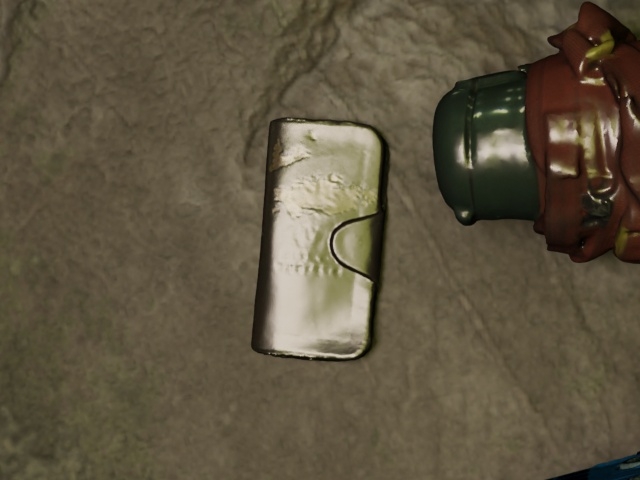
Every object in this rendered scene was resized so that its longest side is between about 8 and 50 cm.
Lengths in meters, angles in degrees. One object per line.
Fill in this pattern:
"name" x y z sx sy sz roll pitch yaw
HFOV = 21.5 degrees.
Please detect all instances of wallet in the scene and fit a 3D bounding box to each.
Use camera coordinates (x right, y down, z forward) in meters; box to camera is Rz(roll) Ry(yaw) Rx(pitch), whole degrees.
"wallet" 0.000 0.000 1.086 0.082 0.018 0.157 6 90 9

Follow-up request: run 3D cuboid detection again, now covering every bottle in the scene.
"bottle" 0.202 -0.065 0.993 0.271 0.143 0.156 -3 89 10

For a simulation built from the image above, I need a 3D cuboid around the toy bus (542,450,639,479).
"toy bus" 0.167 0.182 0.974 0.106 0.184 0.090 -15 87 11
